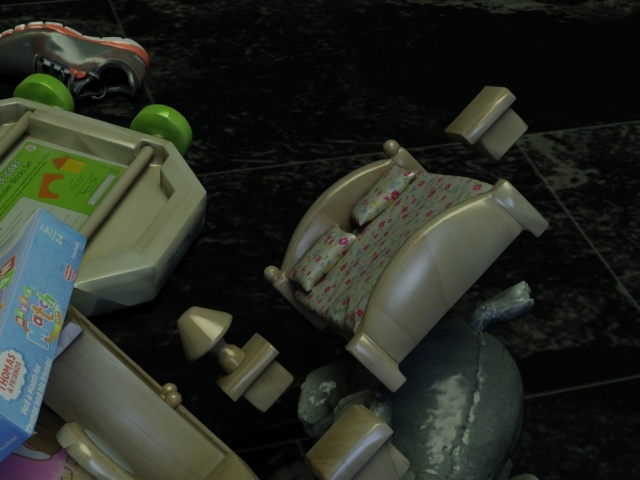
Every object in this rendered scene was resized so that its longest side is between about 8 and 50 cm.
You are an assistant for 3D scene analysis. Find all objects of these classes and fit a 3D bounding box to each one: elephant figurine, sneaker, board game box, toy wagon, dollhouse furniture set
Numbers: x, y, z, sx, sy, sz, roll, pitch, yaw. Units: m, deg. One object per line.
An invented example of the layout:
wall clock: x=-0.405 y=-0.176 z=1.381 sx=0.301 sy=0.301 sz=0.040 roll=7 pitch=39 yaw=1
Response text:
elephant figurine: x=0.062 y=0.169 z=0.871 sx=0.169 sy=0.186 sz=0.239 roll=-7 pitch=27 yaw=11
sneaker: x=-0.246 y=-0.168 z=1.339 sx=0.158 sy=0.061 sz=0.065 roll=2 pitch=46 yaw=-5
board game box: x=-0.214 y=0.097 z=0.741 sx=0.039 sy=0.211 sz=0.160 roll=39 pitch=27 yaw=-23
toy wagon: x=-0.276 y=-0.047 z=1.178 sx=0.344 sy=0.068 sz=0.267 roll=16 pitch=39 yaw=12
dollhouse furniture set: x=0.000 y=0.000 z=0.829 sx=0.355 sy=0.174 sz=0.303 roll=-47 pitch=16 yaw=-5

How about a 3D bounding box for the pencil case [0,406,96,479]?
pencil case: x=-0.206 y=0.267 z=0.721 sx=0.160 sy=0.167 sz=0.386 roll=-10 pitch=37 yaw=14
